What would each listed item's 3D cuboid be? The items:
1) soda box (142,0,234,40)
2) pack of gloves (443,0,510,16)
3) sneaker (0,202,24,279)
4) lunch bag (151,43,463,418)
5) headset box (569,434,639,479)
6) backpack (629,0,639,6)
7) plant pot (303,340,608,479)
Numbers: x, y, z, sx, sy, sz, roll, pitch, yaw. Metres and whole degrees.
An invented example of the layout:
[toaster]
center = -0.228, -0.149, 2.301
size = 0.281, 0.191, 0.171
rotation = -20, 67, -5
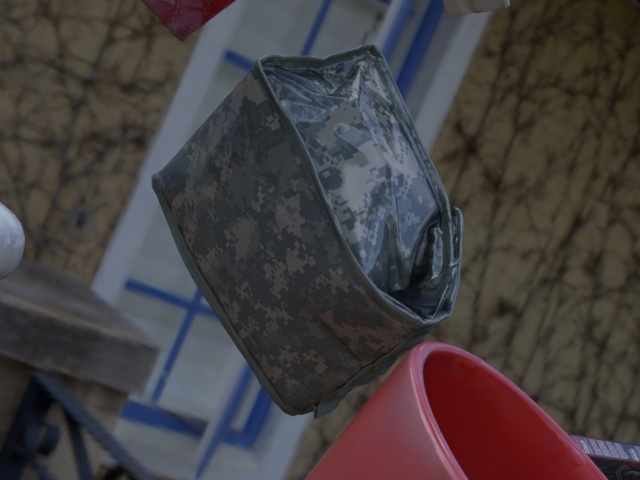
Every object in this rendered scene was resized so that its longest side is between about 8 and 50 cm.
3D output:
[soda box]
center = -0.165, -0.290, 1.221
size = 0.083, 0.092, 0.263
rotation = 60, 9, 33
[pack of gloves]
center = 0.227, -0.382, 1.643
size = 0.195, 0.046, 0.232
rotation = -9, -43, 9
[sneaker]
center = -0.457, -0.029, 1.396
size = 0.292, 0.108, 0.169
rotation = 20, 7, 21
[lunch bag]
center = 0.000, 0.000, 1.281
size = 0.169, 0.235, 0.287
rotation = -12, 71, -38
[headset box]
center = 0.215, 0.184, 1.041
size = 0.083, 0.062, 0.032
rotation = 10, 20, -8
[backpack]
center = 0.176, -0.295, 0.755
size = 0.355, 0.290, 0.273
rotation = 48, 7, 35
[plant pot]
center = 0.069, 0.242, 0.877
size = 0.275, 0.243, 0.275
rotation = 42, 16, -14
